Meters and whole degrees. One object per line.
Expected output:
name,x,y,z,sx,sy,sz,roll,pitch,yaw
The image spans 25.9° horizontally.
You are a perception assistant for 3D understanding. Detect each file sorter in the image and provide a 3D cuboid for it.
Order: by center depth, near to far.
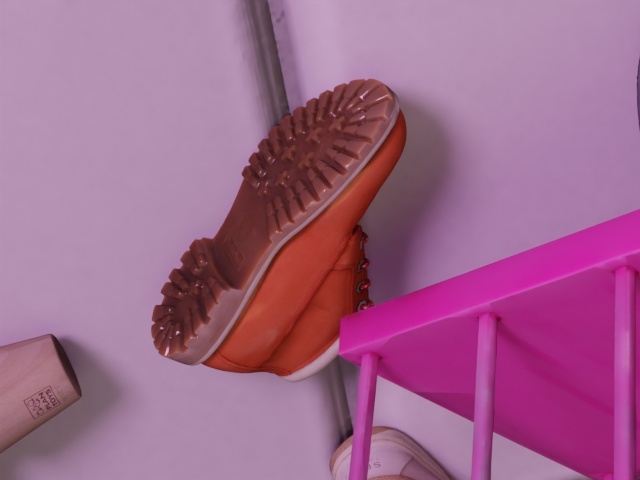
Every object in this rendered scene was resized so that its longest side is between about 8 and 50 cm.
file sorter,0.173,0.108,0.544,0.202,0.182,0.291,29,143,-36

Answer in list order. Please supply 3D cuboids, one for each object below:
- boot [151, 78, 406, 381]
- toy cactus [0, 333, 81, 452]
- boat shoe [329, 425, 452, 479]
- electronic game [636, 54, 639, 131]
boot,0.000,0.000,0.626,0.085,0.059,0.158,24,116,-32
toy cactus,-0.199,0.096,0.634,0.181,0.112,0.219,-26,112,-4
boat shoe,0.073,0.164,0.724,0.170,0.059,0.063,36,110,-24
electronic game,0.249,-0.063,0.583,0.229,0.048,0.229,6,110,16
